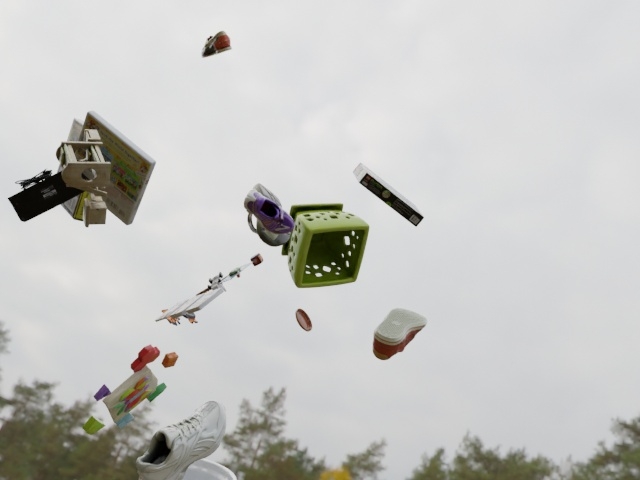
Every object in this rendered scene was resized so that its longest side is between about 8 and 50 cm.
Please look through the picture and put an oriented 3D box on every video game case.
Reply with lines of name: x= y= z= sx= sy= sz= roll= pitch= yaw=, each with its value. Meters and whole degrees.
video game case: x=-0.533 y=-0.183 z=2.028 sx=0.227 sy=0.026 sz=0.206 roll=39 pitch=-57 yaw=14
video game case: x=-0.713 y=-0.214 z=2.359 sx=0.035 sy=0.248 sz=0.275 roll=14 pitch=11 yaw=-36

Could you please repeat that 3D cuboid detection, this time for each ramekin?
ramekin: x=-0.381 y=0.708 z=2.234 sx=0.277 sy=0.135 sz=0.277 roll=12 pitch=2 yaw=0

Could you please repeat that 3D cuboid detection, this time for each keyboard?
keyboard: x=-0.695 y=-0.131 z=2.039 sx=0.100 sy=0.192 sz=0.038 roll=63 pitch=-11 yaw=-9

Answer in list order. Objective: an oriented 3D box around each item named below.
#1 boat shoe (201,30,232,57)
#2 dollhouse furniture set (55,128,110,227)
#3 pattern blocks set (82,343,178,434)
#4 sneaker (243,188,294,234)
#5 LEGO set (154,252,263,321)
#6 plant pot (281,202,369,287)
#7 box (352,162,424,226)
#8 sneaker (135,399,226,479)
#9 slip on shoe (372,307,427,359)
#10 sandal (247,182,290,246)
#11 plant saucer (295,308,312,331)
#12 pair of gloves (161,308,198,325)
boat shoe: x=-0.229 y=-0.423 z=1.732 sx=0.137 sy=0.049 sz=0.043 roll=11 pitch=-57 yaw=64
dollhouse furniture set: x=-0.549 y=-0.143 z=1.817 sx=0.101 sy=0.182 sz=0.161 roll=-2 pitch=-59 yaw=-26
pattern blocks set: x=-0.470 y=0.382 z=2.002 sx=0.026 sy=0.285 sz=0.325 roll=44 pitch=-9 yaw=16
sneaker: x=-0.113 y=-0.056 z=1.886 sx=0.071 sy=0.068 sz=0.170 roll=25 pitch=-6 yaw=40
LEGO set: x=-0.227 y=0.114 z=1.764 sx=0.182 sy=0.244 sz=0.060 roll=-20 pitch=-75 yaw=46
plant pot: x=0.000 y=0.000 z=2.601 sx=0.227 sy=0.207 sz=0.228 roll=-4 pitch=-56 yaw=-27
box: x=0.183 y=-0.125 z=2.174 sx=0.207 sy=0.114 sz=0.036 roll=36 pitch=-78 yaw=-18
sneaker: x=-0.282 y=0.408 z=1.637 sx=0.090 sy=0.232 sz=0.115 roll=21 pitch=-37 yaw=32
slip on shoe: x=0.252 y=0.299 z=2.598 sx=0.123 sy=0.331 sz=0.101 roll=23 pitch=-68 yaw=20
sandal: x=-0.156 y=-0.059 z=2.249 sx=0.086 sy=0.303 sz=0.120 roll=-40 pitch=-65 yaw=12
plant saucer: x=-0.057 y=0.264 z=2.639 sx=0.013 sy=0.084 sz=0.083 roll=-33 pitch=-52 yaw=20
pair of gloves: x=-0.366 y=0.197 z=2.087 sx=0.083 sy=0.010 sz=0.074 roll=-4 pitch=30 yaw=-34
